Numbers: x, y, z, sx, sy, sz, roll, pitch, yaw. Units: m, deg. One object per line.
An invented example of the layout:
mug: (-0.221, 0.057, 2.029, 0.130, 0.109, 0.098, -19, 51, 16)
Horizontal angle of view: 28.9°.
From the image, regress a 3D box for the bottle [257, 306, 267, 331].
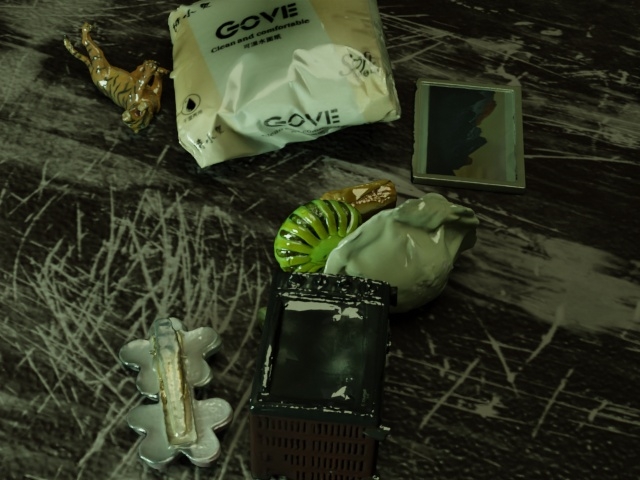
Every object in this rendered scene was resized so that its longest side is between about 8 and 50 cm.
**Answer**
bottle: (-0.039, 0.107, 1.807, 0.101, 0.047, 0.063, -21, 62, -28)

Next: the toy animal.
toy animal: (-0.353, -0.281, 2.125, 0.255, 0.114, 0.116, 34, 96, 30)

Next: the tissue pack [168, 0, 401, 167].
tissue pack: (-0.066, -0.299, 2.098, 0.376, 0.195, 0.390, -13, 48, 0)

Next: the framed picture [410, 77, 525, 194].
framed picture: (0.252, -0.183, 2.123, 0.192, 0.018, 0.265, 5, 47, 1)

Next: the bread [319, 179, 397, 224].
bread: (0.056, -0.053, 1.945, 0.132, 0.074, 0.053, -16, 61, -17)

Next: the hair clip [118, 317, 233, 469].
hair clip: (-0.196, 0.201, 1.691, 0.146, 0.075, 0.257, -8, 54, -9)

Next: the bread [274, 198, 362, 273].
bread: (0.000, 0.000, 1.858, 0.139, 0.130, 0.071, -3, 34, -32)

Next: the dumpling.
dumpling: (0.121, 0.012, 1.804, 0.258, 0.193, 0.147, -17, 55, -17)

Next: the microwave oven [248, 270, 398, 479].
microwave oven: (0.006, 0.180, 1.642, 0.178, 0.188, 0.247, 7, 46, 1)
